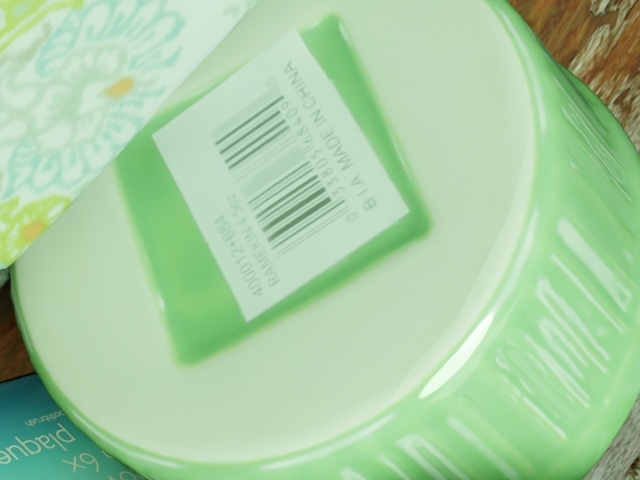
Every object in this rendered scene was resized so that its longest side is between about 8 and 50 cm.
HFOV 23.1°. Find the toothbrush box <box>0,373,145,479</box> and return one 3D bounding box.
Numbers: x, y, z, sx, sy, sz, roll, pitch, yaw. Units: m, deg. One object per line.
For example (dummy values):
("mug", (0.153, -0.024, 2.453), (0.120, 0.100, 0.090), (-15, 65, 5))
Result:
("toothbrush box", (-0.125, 0.217, 0.833), (0.216, 0.295, 0.126), (-13, 137, -51))

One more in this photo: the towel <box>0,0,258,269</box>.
("towel", (-0.103, -0.168, 0.589), (0.374, 0.090, 0.320), (-48, 158, -4))

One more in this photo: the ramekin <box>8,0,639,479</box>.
("ramekin", (0.000, 0.000, 0.751), (0.303, 0.303, 0.148), (-49, 148, -2))
